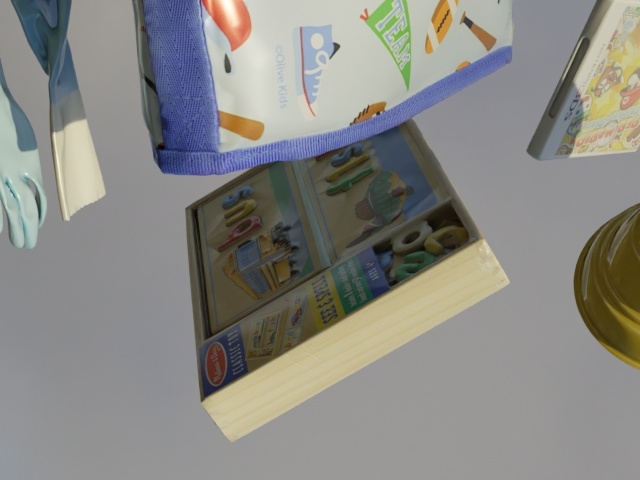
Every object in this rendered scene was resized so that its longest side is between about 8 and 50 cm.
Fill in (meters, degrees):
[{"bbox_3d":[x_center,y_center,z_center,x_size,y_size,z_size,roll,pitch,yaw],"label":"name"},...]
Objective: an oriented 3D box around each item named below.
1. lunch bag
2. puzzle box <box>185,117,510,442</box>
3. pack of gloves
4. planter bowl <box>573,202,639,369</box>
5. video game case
[{"bbox_3d":[-0.019,-0.247,0.897,0.239,0.385,0.328,6,-67,26],"label":"lunch bag"},{"bbox_3d":[0.000,0.000,1.209,0.272,0.052,0.409,-31,-155,6],"label":"puzzle box"},{"bbox_3d":[-0.208,-0.119,0.948,0.046,0.195,0.232,-7,-72,14],"label":"pack of gloves"},{"bbox_3d":[0.351,0.019,1.211,0.217,0.090,0.217,-5,-128,7],"label":"planter bowl"},{"bbox_3d":[0.355,-0.192,1.506,0.026,0.227,0.206,40,-59,32],"label":"video game case"}]
